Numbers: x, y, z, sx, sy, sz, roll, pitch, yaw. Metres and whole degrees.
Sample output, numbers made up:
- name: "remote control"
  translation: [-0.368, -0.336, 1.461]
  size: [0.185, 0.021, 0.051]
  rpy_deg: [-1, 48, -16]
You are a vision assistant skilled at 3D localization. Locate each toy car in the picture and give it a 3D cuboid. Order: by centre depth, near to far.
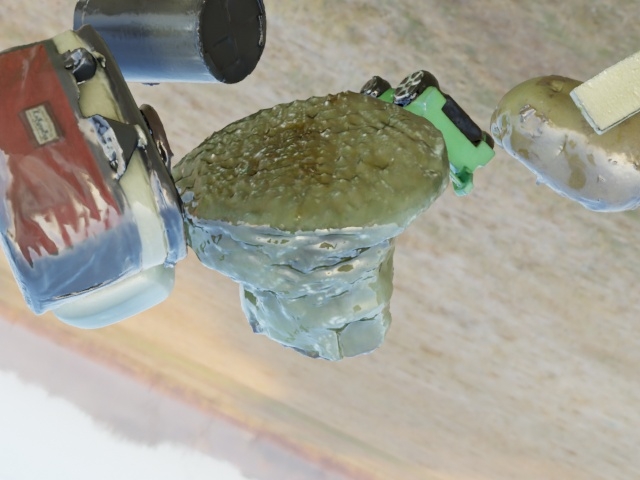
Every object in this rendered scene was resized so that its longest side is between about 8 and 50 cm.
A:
- name: "toy car"
  translation: [0.187, -0.198, 2.141]
  size: [0.213, 0.176, 0.358]
  rpy_deg: [43, 164, -25]

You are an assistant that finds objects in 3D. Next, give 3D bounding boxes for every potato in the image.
- name: "potato"
  translation: [0.358, -0.136, 1.524]
  size: [0.262, 0.165, 0.165]
  rpy_deg: [28, 174, 27]

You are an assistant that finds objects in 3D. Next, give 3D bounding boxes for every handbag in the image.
- name: "handbag"
  translation: [-0.233, -0.076, 1.039]
  size: [0.254, 0.181, 0.181]
  rpy_deg: [61, 162, 22]

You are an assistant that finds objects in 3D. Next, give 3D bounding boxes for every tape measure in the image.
- name: "tape measure"
  translation: [-0.348, 0.011, 1.710]
  size: [0.243, 0.246, 0.125]
  rpy_deg: [-12, 161, 10]

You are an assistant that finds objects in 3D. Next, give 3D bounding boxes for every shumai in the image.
- name: "shumai"
  translation: [0.000, 0.000, 1.556]
  size: [0.397, 0.324, 0.324]
  rpy_deg: [0, 125, 21]

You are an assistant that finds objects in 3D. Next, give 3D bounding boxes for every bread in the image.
- name: "bread"
  translation: [0.391, -0.195, 1.391]
  size: [0.068, 0.153, 0.028]
  rpy_deg: [58, 169, 7]

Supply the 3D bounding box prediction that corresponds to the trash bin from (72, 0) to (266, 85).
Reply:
- name: "trash bin"
  translation: [-0.267, -0.380, 1.996]
  size: [0.301, 0.203, 0.252]
  rpy_deg: [7, 143, 34]
